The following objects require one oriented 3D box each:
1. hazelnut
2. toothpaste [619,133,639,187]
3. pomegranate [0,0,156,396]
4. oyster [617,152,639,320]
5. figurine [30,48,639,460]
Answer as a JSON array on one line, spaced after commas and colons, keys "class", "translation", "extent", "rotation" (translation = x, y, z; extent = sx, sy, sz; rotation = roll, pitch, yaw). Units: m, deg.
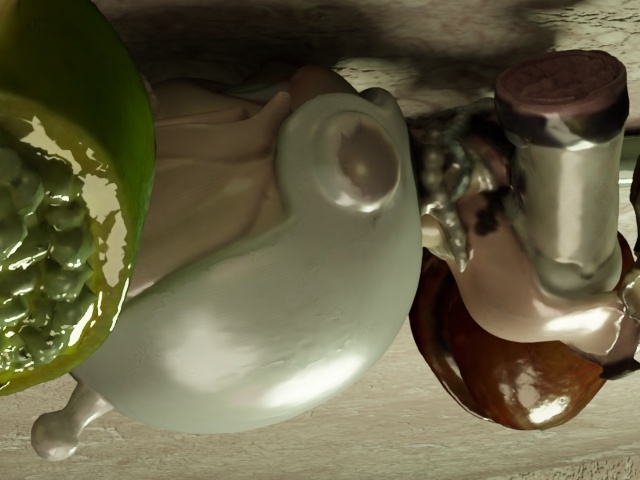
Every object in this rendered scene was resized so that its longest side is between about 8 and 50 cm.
[{"class": "hazelnut", "translation": [0.151, 0.054, 1.341], "extent": [0.178, 0.178, 0.204], "rotation": [6, 180, -29]}, {"class": "toothpaste", "translation": [0.216, -0.055, 1.217], "extent": [0.239, 0.039, 0.062], "rotation": [-3, 172, 10]}, {"class": "pomegranate", "translation": [-0.190, -0.058, 0.787], "extent": [0.260, 0.260, 0.340], "rotation": [6, 134, -30]}, {"class": "oyster", "translation": [0.217, -0.071, 0.921], "extent": [0.100, 0.271, 0.275], "rotation": [23, -156, 17]}, {"class": "figurine", "translation": [0.002, -0.004, 1.026], "extent": [0.361, 0.211, 0.253], "rotation": [-5, 158, -15]}]
